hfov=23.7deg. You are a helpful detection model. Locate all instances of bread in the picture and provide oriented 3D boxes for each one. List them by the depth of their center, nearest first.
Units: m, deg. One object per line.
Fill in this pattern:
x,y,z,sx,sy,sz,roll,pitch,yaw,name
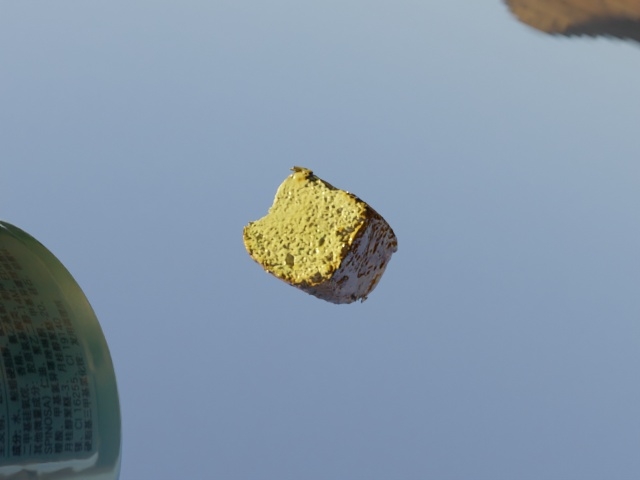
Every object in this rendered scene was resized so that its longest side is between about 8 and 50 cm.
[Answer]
-0.001,0.002,1.044,0.083,0.077,0.070,28,170,30,bread

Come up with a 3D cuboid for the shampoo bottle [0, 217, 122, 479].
-0.344,0.123,0.934,0.331,0.331,0.342,33,-167,28,shampoo bottle
